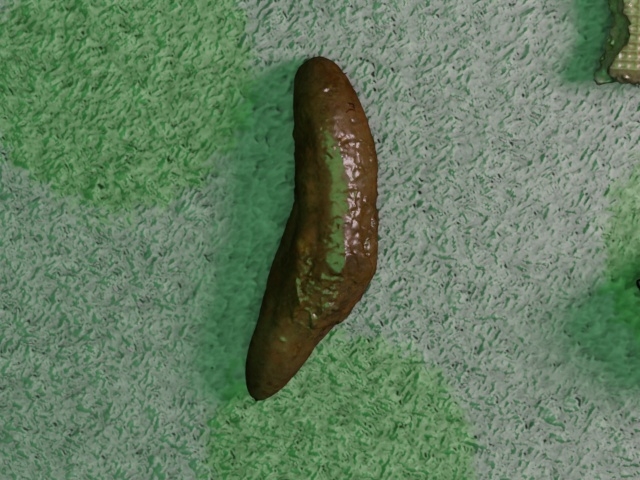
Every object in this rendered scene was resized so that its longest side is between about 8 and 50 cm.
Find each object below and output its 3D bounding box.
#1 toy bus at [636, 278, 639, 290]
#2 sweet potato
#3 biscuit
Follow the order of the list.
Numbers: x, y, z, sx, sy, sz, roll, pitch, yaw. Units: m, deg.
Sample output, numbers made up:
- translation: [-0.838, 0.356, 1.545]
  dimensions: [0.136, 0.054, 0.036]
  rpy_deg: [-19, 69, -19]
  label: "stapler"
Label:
- translation: [0.453, 0.005, 1.759]
  dimensions: [0.303, 0.147, 0.127]
  rpy_deg: [-35, 99, 8]
  label: "toy bus"
- translation: [0.003, -0.001, 1.810]
  dimensions: [0.114, 0.092, 0.341]
  rpy_deg: [13, 98, 26]
  label: "sweet potato"
- translation: [0.379, -0.194, 1.776]
  dimensions: [0.239, 0.062, 0.108]
  rpy_deg: [3, 97, 4]
  label: "biscuit"
